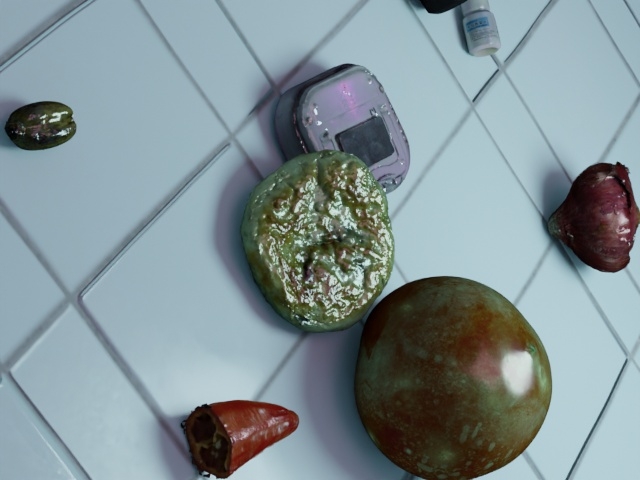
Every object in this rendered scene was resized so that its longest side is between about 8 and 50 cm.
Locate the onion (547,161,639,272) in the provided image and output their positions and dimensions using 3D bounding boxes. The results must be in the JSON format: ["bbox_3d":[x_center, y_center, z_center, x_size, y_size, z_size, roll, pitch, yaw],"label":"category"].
[{"bbox_3d":[0.436,-0.039,2.409,0.147,0.184,0.184,-2,70,-5],"label":"onion"}]

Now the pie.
[{"bbox_3d":[0.000,0.000,1.926,0.240,0.054,0.240,5,81,-34],"label":"pie"}]

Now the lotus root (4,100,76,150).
[{"bbox_3d":[-0.312,-0.126,1.673,0.099,0.049,0.054,-19,97,-51],"label":"lotus root"}]

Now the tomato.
[{"bbox_3d":[0.182,0.174,1.963,0.270,0.222,0.270,24,58,-44],"label":"tomato"}]

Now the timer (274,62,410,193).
[{"bbox_3d":[0.035,-0.137,2.053,0.208,0.069,0.191,-34,102,-48],"label":"timer"}]

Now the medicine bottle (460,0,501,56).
[{"bbox_3d":[0.252,-0.339,2.395,0.052,0.052,0.089,3,71,-48],"label":"medicine bottle"}]

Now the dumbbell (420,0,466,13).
[{"bbox_3d":[0.173,-0.469,2.287,0.218,0.152,0.152,55,42,-15],"label":"dumbbell"}]

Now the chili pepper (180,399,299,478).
[{"bbox_3d":[-0.079,0.223,1.777,0.169,0.065,0.088,-8,81,-53],"label":"chili pepper"}]
